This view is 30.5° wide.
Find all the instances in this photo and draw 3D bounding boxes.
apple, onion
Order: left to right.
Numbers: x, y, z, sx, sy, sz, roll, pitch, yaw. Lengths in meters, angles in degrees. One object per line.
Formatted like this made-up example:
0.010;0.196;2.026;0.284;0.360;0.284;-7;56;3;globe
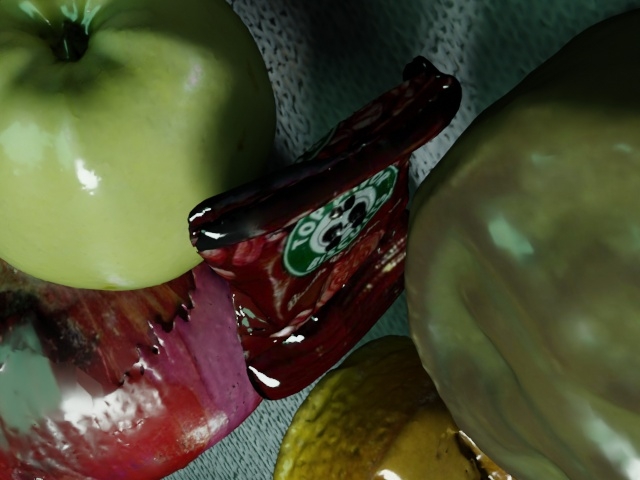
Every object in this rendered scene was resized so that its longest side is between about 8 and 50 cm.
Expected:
-0.151;0.050;0.818;0.276;0.276;0.276;26;136;28;onion
-0.114;-0.067;0.627;0.200;0.200;0.200;26;136;28;apple

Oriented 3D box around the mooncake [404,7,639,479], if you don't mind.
0.182;0.030;0.568;0.284;0.155;0.284;26;138;26;mooncake

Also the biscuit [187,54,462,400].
0.005;-0.003;0.646;0.063;0.151;0.235;42;164;17;biscuit

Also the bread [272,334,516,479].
0.075;0.189;0.772;0.143;0.195;0.269;23;138;39;bread
